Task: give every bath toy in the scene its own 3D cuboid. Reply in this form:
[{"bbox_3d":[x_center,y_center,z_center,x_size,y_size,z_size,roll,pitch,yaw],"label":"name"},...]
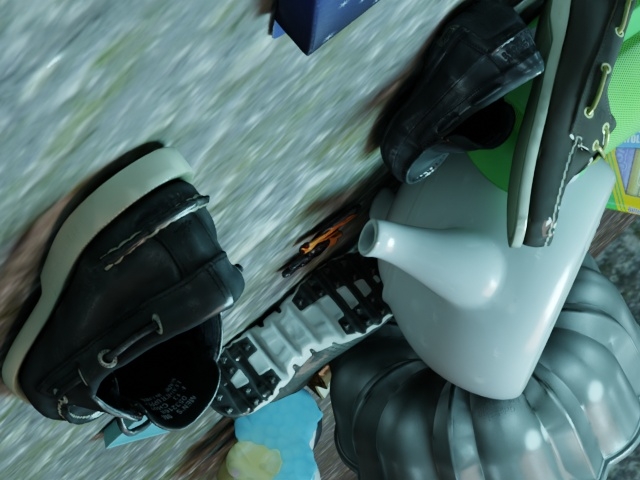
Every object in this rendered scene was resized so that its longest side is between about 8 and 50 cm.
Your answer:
[{"bbox_3d":[-0.051,0.266,2.171,0.151,0.129,0.348,-40,170,-8],"label":"bath toy"}]

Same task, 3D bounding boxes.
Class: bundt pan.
[{"bbox_3d":[0.152,0.110,1.757,0.331,0.331,0.124,-38,134,-16],"label":"bundt pan"}]

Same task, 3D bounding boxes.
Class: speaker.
[{"bbox_3d":[0.249,-0.154,1.487,0.296,0.131,0.131,-34,168,-26],"label":"speaker"}]

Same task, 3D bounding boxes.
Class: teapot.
[{"bbox_3d":[0.132,0.003,1.586,0.256,0.187,0.252,99,17,-56],"label":"teapot"}]

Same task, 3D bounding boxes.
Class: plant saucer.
[{"bbox_3d":[-0.144,0.156,1.676,0.067,0.018,0.192,-43,169,11],"label":"plant saucer"}]

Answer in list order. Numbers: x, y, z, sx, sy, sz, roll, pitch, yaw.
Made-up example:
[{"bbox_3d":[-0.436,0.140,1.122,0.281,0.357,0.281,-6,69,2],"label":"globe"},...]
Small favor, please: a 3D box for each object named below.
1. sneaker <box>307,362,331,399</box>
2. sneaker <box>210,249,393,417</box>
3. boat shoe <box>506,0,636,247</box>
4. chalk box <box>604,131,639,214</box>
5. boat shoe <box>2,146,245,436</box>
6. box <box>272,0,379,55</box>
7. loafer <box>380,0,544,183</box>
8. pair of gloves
[{"bbox_3d":[0.011,0.115,1.963,0.086,0.064,0.192,-47,171,-9],"label":"sneaker"},{"bbox_3d":[-0.008,0.084,1.719,0.234,0.078,0.106,-37,172,-3],"label":"sneaker"},{"bbox_3d":[0.184,-0.096,1.332,0.081,0.069,0.227,110,-6,-71],"label":"boat shoe"},{"bbox_3d":[0.393,-0.131,1.988,0.132,0.132,0.213,-14,118,-68],"label":"chalk box"},{"bbox_3d":[-0.111,0.065,1.144,0.127,0.113,0.340,-35,168,-31],"label":"boat shoe"},{"bbox_3d":[0.039,-0.171,0.925,0.136,0.036,0.225,-39,171,-12],"label":"box"},{"bbox_3d":[0.103,-0.094,1.351,0.076,0.078,0.223,-35,168,-27],"label":"loafer"},{"bbox_3d":[0.000,0.000,1.566,0.074,0.010,0.083,-35,171,-34],"label":"pair of gloves"}]
